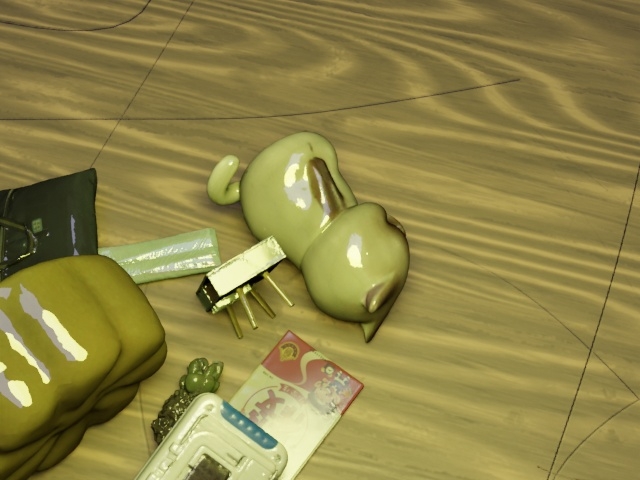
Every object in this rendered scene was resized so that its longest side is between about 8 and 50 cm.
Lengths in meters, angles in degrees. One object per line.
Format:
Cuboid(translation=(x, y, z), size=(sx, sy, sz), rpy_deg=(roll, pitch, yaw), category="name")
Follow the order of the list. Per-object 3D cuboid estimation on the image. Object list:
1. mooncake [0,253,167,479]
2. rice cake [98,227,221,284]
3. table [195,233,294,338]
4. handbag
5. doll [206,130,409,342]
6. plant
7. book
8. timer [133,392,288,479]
Cuboid(translation=(-0.402, 0.195, 1.191), size=(0.378, 0.378, 0.201), rpy_deg=(-36, 80, -18), category="mooncake")
Cuboid(translation=(-0.290, 0.036, 1.452), size=(0.221, 0.042, 0.080), rpy_deg=(-10, 68, -8), category="rice cake")
Cuboid(translation=(-0.118, 0.087, 1.334), size=(0.121, 0.240, 0.111), rpy_deg=(-31, 87, -15), category="table")
Cuboid(translation=(-0.485, 0.006, 1.428), size=(0.211, 0.089, 0.254), rpy_deg=(-12, 66, 6), category="handbag")
Cuboid(translation=(0.008, -0.027, 1.402), size=(0.370, 0.215, 0.226), rpy_deg=(42, 67, 14), category="doll")
Cuboid(translation=(-0.215, 0.265, 1.323), size=(0.085, 0.087, 0.174), rpy_deg=(38, 66, -28), category="plant")
Cuboid(translation=(-0.059, 0.279, 1.349), size=(0.162, 0.022, 0.232), rpy_deg=(35, 66, 15), category="book")
Cuboid(translation=(-0.180, 0.373, 1.226), size=(0.178, 0.078, 0.253), rpy_deg=(38, 74, -8), category="timer")
